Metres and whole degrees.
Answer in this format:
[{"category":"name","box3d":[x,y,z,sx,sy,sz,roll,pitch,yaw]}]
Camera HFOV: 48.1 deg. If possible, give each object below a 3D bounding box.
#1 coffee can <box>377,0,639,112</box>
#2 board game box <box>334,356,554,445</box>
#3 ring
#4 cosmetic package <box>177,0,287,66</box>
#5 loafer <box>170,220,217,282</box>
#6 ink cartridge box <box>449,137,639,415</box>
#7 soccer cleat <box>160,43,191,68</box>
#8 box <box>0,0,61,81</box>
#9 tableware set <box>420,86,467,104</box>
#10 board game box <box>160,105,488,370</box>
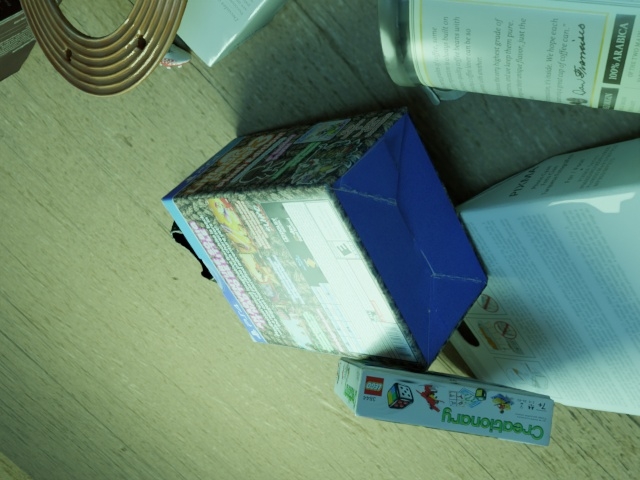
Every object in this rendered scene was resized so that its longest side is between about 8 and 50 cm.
[{"category":"coffee can","box3d":[0.201,-0.193,0.504,0.275,0.201,0.202,12,133,19]},{"category":"board game box","box3d":[0.123,0.180,0.840,0.193,0.053,0.305,9,172,-1]},{"category":"ring","box3d":[-0.220,-0.312,0.704,0.336,0.032,0.337,15,112,40]},{"category":"cosmetic package","box3d":[-0.045,-0.274,0.661,0.085,0.117,0.231,45,138,-8]},{"category":"loafer","box3d":[-0.132,0.040,1.019,0.220,0.078,0.080,43,137,-8]},{"category":"ink cartridge box","box3d":[0.274,0.058,0.803,0.308,0.091,0.385,53,151,-19]},{"category":"soccer cleat","box3d":[-0.192,-0.231,0.856,0.083,0.029,0.036,21,140,22]},{"category":"box","box3d":[-0.451,-0.285,0.869,0.168,0.167,0.203,47,136,-12]},{"category":"tableware set","box3d":[0.141,-0.203,0.676,0.168,0.020,0.141,-8,122,37]},{"category":"board game box","box3d":[0.000,0.000,0.814,0.291,0.141,0.232,0,128,47]}]
